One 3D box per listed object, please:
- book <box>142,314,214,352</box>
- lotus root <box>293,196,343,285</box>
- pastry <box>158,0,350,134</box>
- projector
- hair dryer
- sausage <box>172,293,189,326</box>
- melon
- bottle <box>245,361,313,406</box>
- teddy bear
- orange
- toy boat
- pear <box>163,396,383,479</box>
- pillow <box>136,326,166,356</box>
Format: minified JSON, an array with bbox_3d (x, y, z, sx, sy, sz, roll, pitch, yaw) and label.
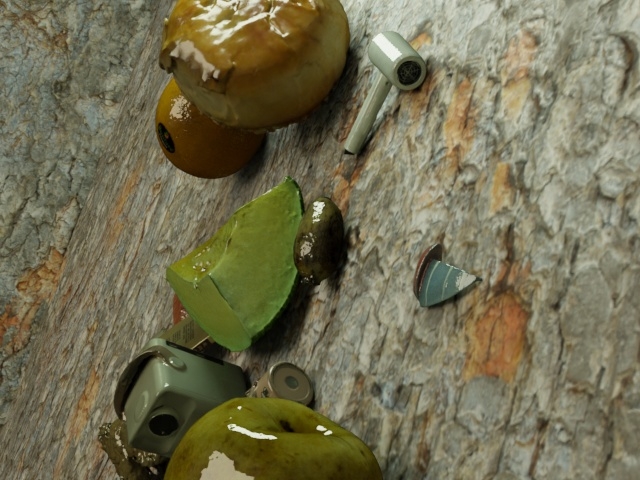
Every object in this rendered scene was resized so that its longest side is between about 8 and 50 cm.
[{"bbox_3d":[-0.289,0.213,1.976,0.231,0.026,0.161,-36,23,10],"label":"book"},{"bbox_3d":[0.000,0.000,1.643,0.080,0.089,0.179,1,63,24],"label":"lotus root"},{"bbox_3d":[-0.133,-0.405,1.929,0.409,0.245,0.410,-6,64,12],"label":"pastry"},{"bbox_3d":[-0.259,0.304,1.727,0.163,0.242,0.177,-57,26,16],"label":"projector"},{"bbox_3d":[0.099,-0.251,1.669,0.236,0.073,0.131,-60,28,21],"label":"hair dryer"},{"bbox_3d":[-0.309,0.166,2.140,0.065,0.065,0.169,-53,31,29],"label":"sausage"},{"bbox_3d":[-0.176,0.053,1.811,0.343,0.226,0.331,151,125,-70],"label":"melon"},{"bbox_3d":[-0.086,0.281,1.581,0.152,0.099,0.099,-51,30,39],"label":"bottle"},{"bbox_3d":[-0.361,0.409,1.947,0.256,0.156,0.267,-35,39,46],"label":"teddy bear"},{"bbox_3d":[-0.255,-0.277,2.156,0.274,0.274,0.274,-44,35,41],"label":"orange"},{"bbox_3d":[0.176,0.059,1.311,0.122,0.034,0.096,26,99,63],"label":"toy boat"},{"bbox_3d":[-0.058,0.370,1.227,0.304,0.304,0.304,-44,35,41],"label":"pear"},{"bbox_3d":[-0.422,0.336,2.245,0.148,0.050,0.230,-44,34,29],"label":"pillow"}]
